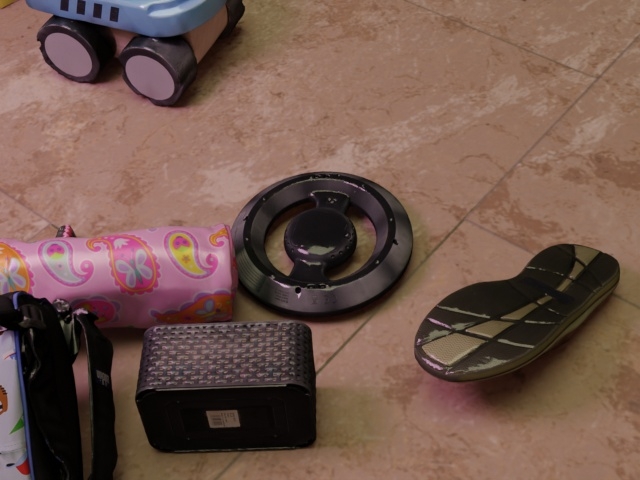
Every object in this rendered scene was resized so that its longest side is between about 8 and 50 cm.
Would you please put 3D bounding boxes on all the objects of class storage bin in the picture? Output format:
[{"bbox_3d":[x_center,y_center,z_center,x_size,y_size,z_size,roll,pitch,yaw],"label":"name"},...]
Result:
[{"bbox_3d":[-0.096,0.156,1.102,0.180,0.122,0.084,-3,48,2],"label":"storage bin"}]

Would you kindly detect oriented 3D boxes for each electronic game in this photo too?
[{"bbox_3d":[0.000,0.000,1.288,0.229,0.048,0.229,-2,49,3],"label":"electronic game"}]

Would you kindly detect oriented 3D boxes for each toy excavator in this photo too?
[{"bbox_3d":[-0.342,-0.461,1.466,0.433,0.445,0.222,16,50,18],"label":"toy excavator"}]

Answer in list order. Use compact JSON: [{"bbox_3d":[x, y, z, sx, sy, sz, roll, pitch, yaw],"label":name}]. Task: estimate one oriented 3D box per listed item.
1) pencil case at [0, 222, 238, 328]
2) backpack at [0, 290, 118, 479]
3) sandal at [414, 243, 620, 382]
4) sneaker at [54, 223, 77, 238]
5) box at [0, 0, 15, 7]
[{"bbox_3d":[-0.237,0.044,1.200,0.284,0.124,0.124,-4,47,-7],"label":"pencil case"},{"bbox_3d":[-0.310,0.192,0.990,0.213,0.276,0.263,-16,85,0],"label":"backpack"},{"bbox_3d":[0.233,0.093,1.170,0.302,0.086,0.120,-22,43,-35],"label":"sandal"},{"bbox_3d":[-0.333,0.028,1.295,0.057,0.047,0.119,-11,46,10],"label":"sneaker"},{"bbox_3d":[-0.538,-0.490,1.651,0.058,0.232,0.087,-36,54,-25],"label":"box"}]
